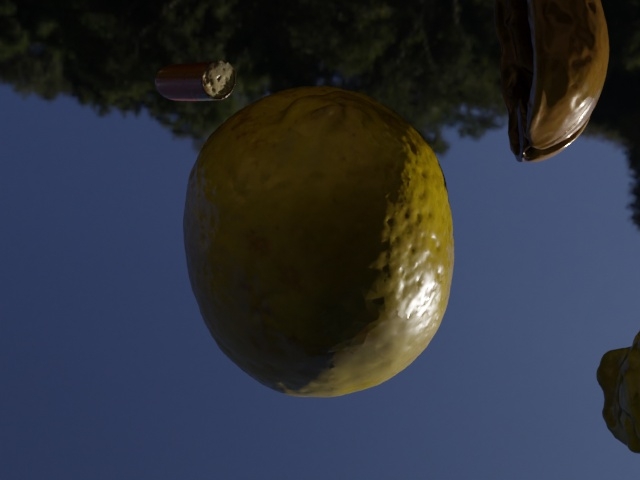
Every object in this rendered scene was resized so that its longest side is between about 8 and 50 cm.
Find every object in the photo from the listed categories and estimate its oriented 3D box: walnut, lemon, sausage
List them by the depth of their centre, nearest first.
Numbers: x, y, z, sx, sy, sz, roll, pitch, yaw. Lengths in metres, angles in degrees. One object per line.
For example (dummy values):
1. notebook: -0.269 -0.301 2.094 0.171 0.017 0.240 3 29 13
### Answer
1. lemon: 0.000 0.000 0.723 0.170 0.207 0.170 -4 -145 3
2. sausage: -0.103 -0.124 0.941 0.031 0.031 0.107 -19 -166 -29
3. walnut: 0.206 -0.175 1.046 0.087 0.167 0.211 -5 -98 1

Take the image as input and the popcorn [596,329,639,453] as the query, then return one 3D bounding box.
1. popcorn: 0.354 0.129 0.999 0.235 0.181 0.217 9 -165 7
